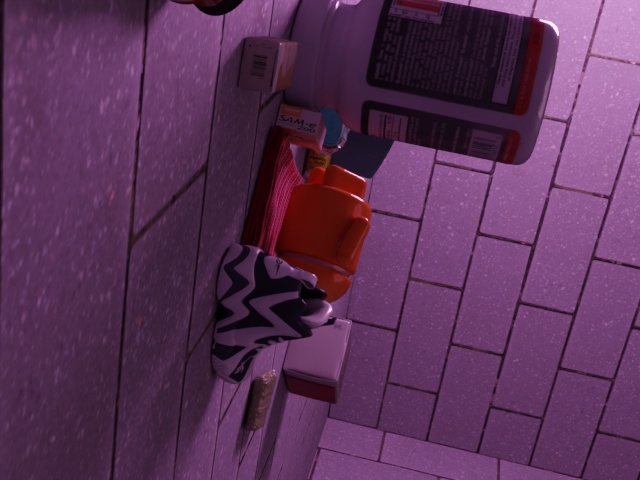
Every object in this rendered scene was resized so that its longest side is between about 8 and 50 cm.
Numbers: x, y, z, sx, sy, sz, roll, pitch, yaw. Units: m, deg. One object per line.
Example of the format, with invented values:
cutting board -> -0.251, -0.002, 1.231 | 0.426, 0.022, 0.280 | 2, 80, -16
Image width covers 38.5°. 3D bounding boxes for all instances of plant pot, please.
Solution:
plant pot -> 0.088, -0.254, 1.788 | 0.166, 0.165, 0.234 | -66, 172, -62

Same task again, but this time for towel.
towel -> -0.069, -0.040, 1.375 | 0.275, 0.031, 0.199 | 73, 31, -78
towel -> -0.110, 0.294, 1.680 | 0.148, 0.027, 0.110 | 38, 65, -84

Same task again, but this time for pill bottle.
pill bottle -> 0.143, -0.244, 1.326 | 0.210, 0.363, 0.210 | 13, 90, -83
pill bottle -> -0.006, -0.136, 1.676 | 0.043, 0.043, 0.083 | 0, 102, -84

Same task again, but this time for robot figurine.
robot figurine -> 0.001, 0.000, 1.360 | 0.128, 0.158, 0.219 | 41, 63, -67

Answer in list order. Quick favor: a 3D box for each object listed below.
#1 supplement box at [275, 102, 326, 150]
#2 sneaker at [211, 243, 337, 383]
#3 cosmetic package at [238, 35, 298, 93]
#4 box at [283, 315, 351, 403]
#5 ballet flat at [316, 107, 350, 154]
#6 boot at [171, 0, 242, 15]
supplement box -> -0.028, -0.165, 1.345 | 0.098, 0.062, 0.036 | 60, 45, -80
sneaker -> -0.057, 0.116, 1.215 | 0.094, 0.153, 0.235 | -65, 166, -56
cosmetic package -> -0.059, -0.207, 1.070 | 0.115, 0.041, 0.060 | -56, 157, -73
box -> -0.005, 0.272, 2.120 | 0.232, 0.127, 0.149 | 87, 17, -67
ballet flat -> 0.029, -0.263, 1.634 | 0.077, 0.091, 0.241 | 150, -38, -76
boot -> -0.064, -0.293, 0.684 | 0.176, 0.088, 0.244 | -48, 158, -78
